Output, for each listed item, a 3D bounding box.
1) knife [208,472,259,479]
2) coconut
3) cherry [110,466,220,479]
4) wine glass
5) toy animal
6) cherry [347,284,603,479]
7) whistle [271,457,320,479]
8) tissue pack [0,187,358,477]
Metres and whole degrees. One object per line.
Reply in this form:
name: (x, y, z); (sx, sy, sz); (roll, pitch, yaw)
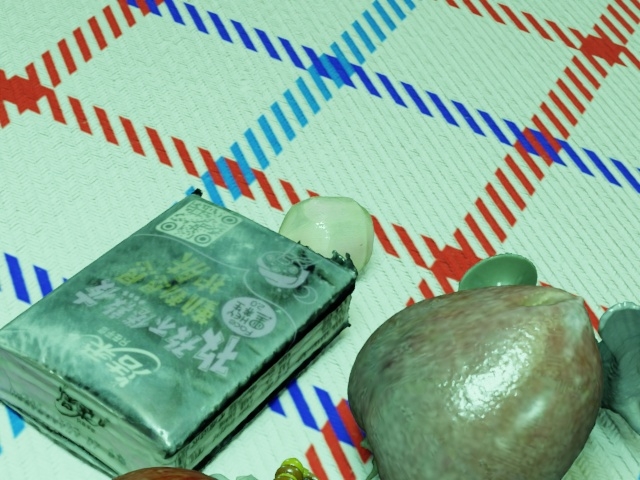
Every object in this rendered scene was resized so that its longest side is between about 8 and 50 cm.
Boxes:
knife: (-0.040, 0.281, 1.352); (0.073, 0.040, 0.265); (-51, 35, -13)
coconut: (0.000, 0.000, 1.763); (0.124, 0.110, 0.110); (-4, 40, -21)
cherry: (-0.122, 0.302, 1.252); (0.206, 0.239, 0.239); (-15, 39, 6)
wine glass: (0.238, 0.129, 1.650); (0.103, 0.103, 0.231); (-2, 44, -15)
toy animal: (0.345, 0.160, 1.575); (0.081, 0.367, 0.206); (-37, 86, -2)
cherry: (0.158, 0.164, 1.460); (0.221, 0.307, 0.261); (39, 15, -36)
whistle: (-0.028, 0.262, 1.470); (0.057, 0.046, 0.109); (5, 30, 17)
tissue pack: (-0.159, 0.099, 1.588); (0.259, 0.122, 0.361); (26, 43, 22)
